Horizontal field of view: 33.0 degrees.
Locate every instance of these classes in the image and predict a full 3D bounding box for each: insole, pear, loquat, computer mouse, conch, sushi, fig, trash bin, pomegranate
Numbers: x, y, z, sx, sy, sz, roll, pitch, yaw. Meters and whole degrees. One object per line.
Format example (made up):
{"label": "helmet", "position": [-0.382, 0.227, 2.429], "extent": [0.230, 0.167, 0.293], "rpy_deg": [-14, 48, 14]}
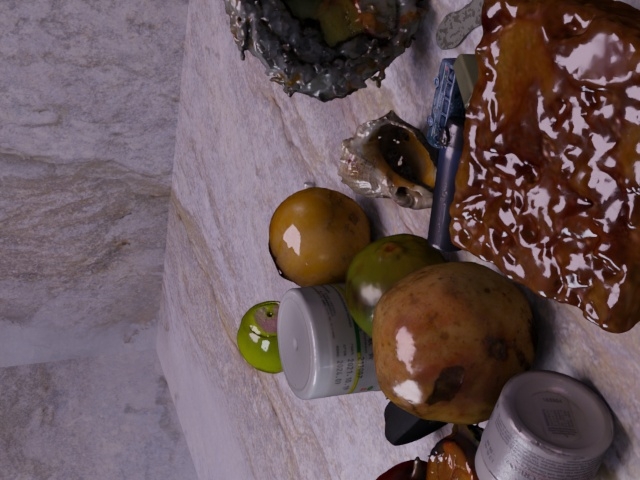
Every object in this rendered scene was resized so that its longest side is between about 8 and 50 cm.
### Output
{"label": "insole", "position": [0.251, -0.386, 1.924], "extent": [0.193, 0.006, 0.065], "rpy_deg": [154, 110, -67]}
{"label": "pear", "position": [-0.132, 0.258, 2.835], "extent": [0.219, 0.187, 0.187], "rpy_deg": [95, 160, -59]}
{"label": "loquat", "position": [0.000, 0.000, 2.355], "extent": [0.235, 0.235, 0.235], "rpy_deg": [175, 90, -69]}
{"label": "computer mouse", "position": [0.194, 0.310, 2.044], "extent": [0.086, 0.137, 0.269], "rpy_deg": [67, 155, 19]}
{"label": "conch", "position": [0.144, -0.149, 2.066], "extent": [0.245, 0.163, 0.178], "rpy_deg": [36, 152, 25]}
{"label": "sushi", "position": [-0.002, -0.452, 2.036], "extent": [0.176, 0.417, 0.417], "rpy_deg": [143, 120, -68]}
{"label": "fig", "position": [0.142, 0.105, 2.045], "extent": [0.207, 0.207, 0.230], "rpy_deg": [-118, 31, -45]}
{"label": "trash bin", "position": [0.265, -0.273, 1.837], "extent": [0.043, 0.061, 0.092], "rpy_deg": [116, 145, -54]}
{"label": "pomegranate", "position": [0.216, 0.163, 1.778], "extent": [0.281, 0.281, 0.281], "rpy_deg": [175, 90, -69]}

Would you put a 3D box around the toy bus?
{"label": "toy bus", "position": [0.232, -0.245, 1.950], "extent": [0.065, 0.047, 0.166], "rpy_deg": [-131, 42, -51]}

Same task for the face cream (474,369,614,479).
{"label": "face cream", "position": [0.335, 0.303, 1.622], "extent": [0.177, 0.177, 0.153], "rpy_deg": [-117, 31, -45]}

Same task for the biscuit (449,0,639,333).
{"label": "biscuit", "position": [0.347, -0.117, 1.437], "extent": [0.342, 0.166, 0.395], "rpy_deg": [36, 126, 47]}

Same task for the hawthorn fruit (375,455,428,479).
{"label": "hawthorn fruit", "position": [0.180, 0.521, 2.053], "extent": [0.215, 0.215, 0.249], "rpy_deg": [-132, 47, -58]}

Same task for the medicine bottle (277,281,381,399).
{"label": "medicine bottle", "position": [0.052, 0.205, 2.257], "extent": [0.238, 0.232, 0.238], "rpy_deg": [175, 90, -68]}

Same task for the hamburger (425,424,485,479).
{"label": "hamburger", "position": [0.277, 0.422, 1.851], "extent": [0.243, 0.139, 0.261], "rpy_deg": [108, 149, -41]}

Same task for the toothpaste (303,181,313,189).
{"label": "toothpaste", "position": [-0.034, -0.057, 2.705], "extent": [0.048, 0.031, 0.190], "rpy_deg": [-133, 40, -54]}

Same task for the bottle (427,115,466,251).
{"label": "bottle", "position": [0.236, -0.101, 1.922], "extent": [0.072, 0.082, 0.244], "rpy_deg": [-126, 37, -57]}
